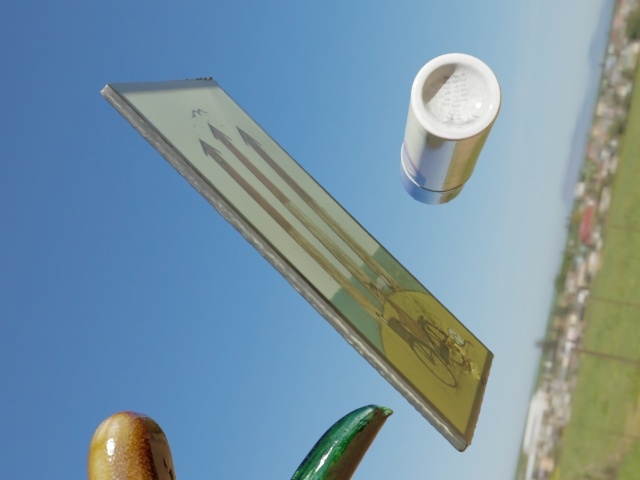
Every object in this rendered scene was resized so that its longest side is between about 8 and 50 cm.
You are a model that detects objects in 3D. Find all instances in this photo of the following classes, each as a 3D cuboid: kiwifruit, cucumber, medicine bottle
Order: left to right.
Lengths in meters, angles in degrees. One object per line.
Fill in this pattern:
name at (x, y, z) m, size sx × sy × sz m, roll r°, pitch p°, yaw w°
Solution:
kiwifruit at (-0.147, 0.197, 0.977) m, size 0.075 × 0.075 × 0.125 m, roll 60°, pitch -166°, yaw -74°
cucumber at (-0.028, 0.262, 1.126) m, size 0.284 × 0.056 × 0.056 m, roll -52°, pitch -17°, yaw -11°
medicine bottle at (0.089, -0.073, 0.892) m, size 0.231 × 0.059 × 0.059 m, roll 83°, pitch -161°, yaw -80°

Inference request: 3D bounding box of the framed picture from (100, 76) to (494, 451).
framed picture at (0.000, 0.000, 0.885) m, size 0.013 × 0.324 × 0.244 m, roll -45°, pitch -2°, yaw 14°
